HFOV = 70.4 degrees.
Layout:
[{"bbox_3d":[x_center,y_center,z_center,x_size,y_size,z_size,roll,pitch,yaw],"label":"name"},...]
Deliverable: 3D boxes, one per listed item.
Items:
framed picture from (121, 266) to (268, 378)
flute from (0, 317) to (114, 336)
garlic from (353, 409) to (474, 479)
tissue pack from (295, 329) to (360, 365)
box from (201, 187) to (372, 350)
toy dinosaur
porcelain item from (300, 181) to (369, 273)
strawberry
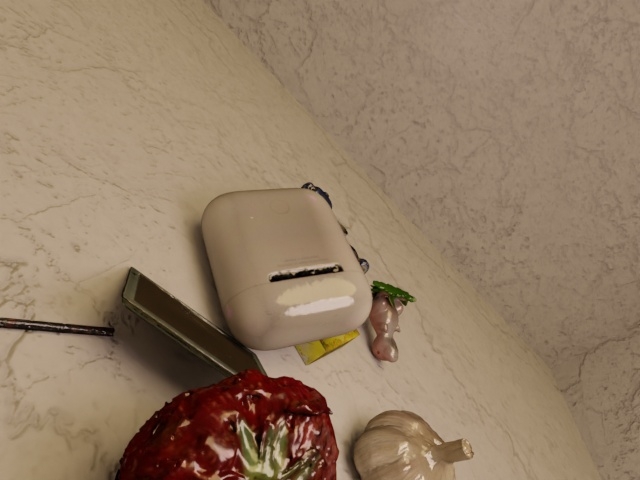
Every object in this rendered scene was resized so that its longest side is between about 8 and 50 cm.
[{"bbox_3d":[-0.181,0.142,0.685,0.273,0.016,0.216,42,-7,-19],"label":"framed picture"},{"bbox_3d":[-0.372,0.097,0.535,0.270,0.014,0.014,21,37,-49],"label":"flute"},{"bbox_3d":[0.192,0.407,0.845,0.219,0.212,0.218,35,34,-28],"label":"garlic"},{"bbox_3d":[0.009,0.200,1.005,0.095,0.062,0.176,57,23,16],"label":"tissue pack"},{"bbox_3d":[-0.071,0.040,0.904,0.289,0.141,0.348,-6,54,-26],"label":"box"},{"bbox_3d":[0.173,0.211,1.209,0.152,0.177,0.194,17,11,-45],"label":"toy dinosaur"},{"bbox_3d":[0.000,0.000,1.133,0.288,0.186,0.138,47,20,-8],"label":"porcelain item"},{"bbox_3d":[-0.107,0.275,0.524,0.274,0.221,0.273,-1,92,-39],"label":"strawberry"}]
